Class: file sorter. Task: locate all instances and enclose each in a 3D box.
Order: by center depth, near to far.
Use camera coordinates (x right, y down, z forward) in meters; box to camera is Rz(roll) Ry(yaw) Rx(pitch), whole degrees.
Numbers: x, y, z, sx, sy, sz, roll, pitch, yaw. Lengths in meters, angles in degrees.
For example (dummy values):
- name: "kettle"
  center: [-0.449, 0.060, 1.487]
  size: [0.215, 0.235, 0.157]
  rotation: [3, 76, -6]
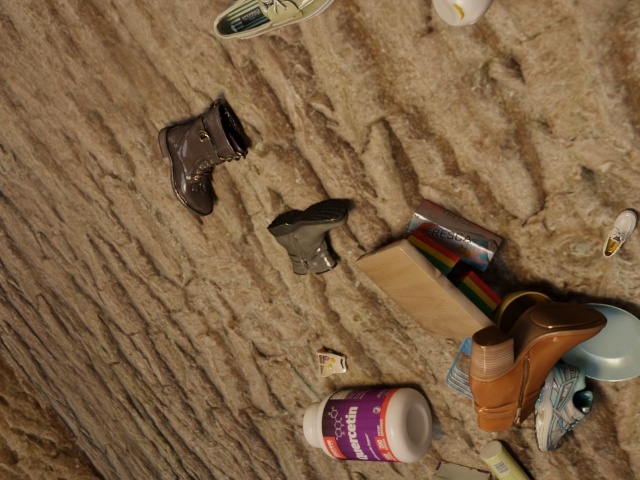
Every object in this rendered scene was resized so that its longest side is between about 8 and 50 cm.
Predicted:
- name: "file sorter"
  center: [0.347, 0.276, 1.455]
  size: [0.118, 0.104, 0.170]
  rotation: [28, 161, 15]

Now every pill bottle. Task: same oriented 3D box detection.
- name: "pill bottle"
  center: [0.115, 0.479, 1.738]
  size: [0.323, 0.181, 0.181]
  rotation: [-13, 112, 38]

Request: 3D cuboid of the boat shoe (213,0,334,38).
- name: "boat shoe"
  center: [-0.079, -0.453, 1.280]
  size: [0.302, 0.094, 0.109]
  rotation: [-17, 110, 40]

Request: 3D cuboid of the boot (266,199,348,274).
- name: "boot"
  center: [0.000, 0.000, 1.566]
  size: [0.247, 0.083, 0.161]
  rotation: [-11, 121, 44]

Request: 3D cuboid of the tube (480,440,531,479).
- name: "tube"
  center: [0.488, 0.602, 1.672]
  size: [0.240, 0.062, 0.070]
  rotation: [51, 177, -14]

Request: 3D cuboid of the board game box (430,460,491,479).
- name: "board game box"
  center: [0.377, 0.748, 1.780]
  size: [0.145, 0.142, 0.275]
  rotation: [5, 122, 30]

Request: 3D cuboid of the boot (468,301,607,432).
- name: "boot"
  center: [0.420, 0.251, 1.295]
  size: [0.109, 0.284, 0.220]
  rotation: [-136, 32, -59]

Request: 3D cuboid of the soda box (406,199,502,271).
- name: "soda box"
  center: [0.274, -0.011, 1.377]
  size: [0.183, 0.063, 0.058]
  rotation: [28, 132, 14]

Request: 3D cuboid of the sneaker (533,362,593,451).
- name: "sneaker"
  center: [0.521, 0.368, 1.435]
  size: [0.122, 0.110, 0.282]
  rotation: [-2, 134, 20]

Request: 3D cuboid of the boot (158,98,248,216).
- name: "boot"
  center: [-0.261, -0.187, 1.586]
  size: [0.229, 0.091, 0.262]
  rotation: [-8, 114, 37]

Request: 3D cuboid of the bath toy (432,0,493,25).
- name: "bath toy"
  center: [0.175, -0.512, 1.062]
  size: [0.348, 0.129, 0.151]
  rotation: [53, 177, -7]

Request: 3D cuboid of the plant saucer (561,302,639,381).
- name: "plant saucer"
  center: [0.569, 0.197, 1.347]
  size: [0.195, 0.037, 0.194]
  rotation: [18, 129, 23]

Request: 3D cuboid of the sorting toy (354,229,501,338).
- name: "sorting toy"
  center: [0.229, 0.087, 1.403]
  size: [0.255, 0.089, 0.257]
  rotation: [43, 162, -6]

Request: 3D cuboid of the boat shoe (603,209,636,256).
- name: "boat shoe"
  center: [0.544, -0.010, 1.221]
  size: [0.035, 0.035, 0.100]
  rotation: [29, 132, 14]

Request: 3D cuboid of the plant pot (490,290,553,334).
- name: "plant pot"
  center: [0.404, 0.160, 1.376]
  size: [0.134, 0.134, 0.095]
  rotation: [59, 174, -15]

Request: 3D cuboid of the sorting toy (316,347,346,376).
- name: "sorting toy"
  center: [0.032, 0.325, 1.785]
  size: [0.075, 0.045, 0.083]
  rotation: [9, 124, 20]
